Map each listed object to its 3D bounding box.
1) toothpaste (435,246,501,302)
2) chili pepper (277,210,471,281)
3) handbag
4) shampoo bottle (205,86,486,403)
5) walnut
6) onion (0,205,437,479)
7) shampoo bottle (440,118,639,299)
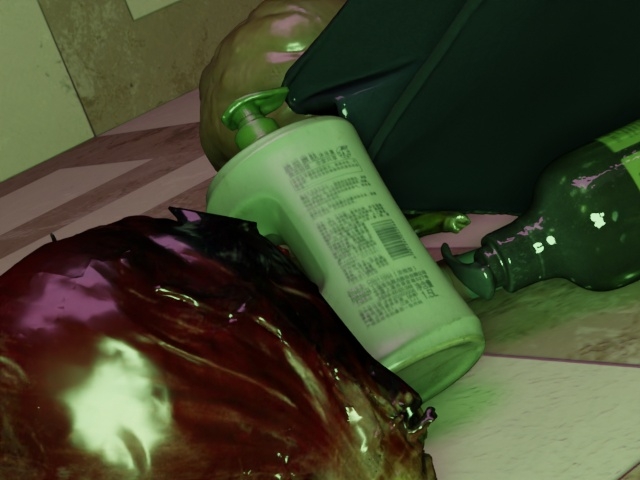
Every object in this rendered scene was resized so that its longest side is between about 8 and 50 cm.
[{"bbox_3d":[0.037,0.053,1.138,0.205,0.036,0.056,-21,15,18],"label":"toothpaste"},{"bbox_3d":[-0.069,0.056,1.068,0.338,0.131,0.134,-26,55,-25],"label":"chili pepper"},{"bbox_3d":[0.166,-0.166,1.098,0.303,0.122,0.329,1,-44,-45],"label":"handbag"},{"bbox_3d":[0.000,0.000,0.976,0.118,0.234,0.087,-30,-26,-2],"label":"shampoo bottle"},{"bbox_3d":[0.016,-0.119,1.413,0.273,0.273,0.227,-1,57,56],"label":"walnut"},{"bbox_3d":[-0.090,0.091,0.821,0.281,0.221,0.281,6,2,0],"label":"onion"},{"bbox_3d":[0.222,-0.031,1.034,0.284,0.101,0.101,-24,14,-9],"label":"shampoo bottle"}]
